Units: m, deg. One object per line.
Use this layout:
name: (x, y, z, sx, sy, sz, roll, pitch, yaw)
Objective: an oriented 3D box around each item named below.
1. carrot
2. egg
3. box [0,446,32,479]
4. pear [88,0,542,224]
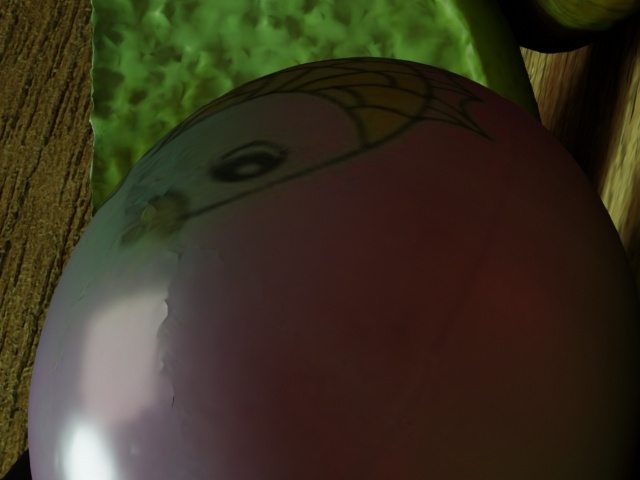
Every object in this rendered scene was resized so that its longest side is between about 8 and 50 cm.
carrot: (0.122, -0.128, 0.805, 0.260, 0.070, 0.070, -150, 77, -87)
egg: (0.009, 0.039, 0.573, 0.271, 0.196, 0.196, -75, 3, -76)
box: (-0.116, 0.244, 0.534, 0.251, 0.204, 0.345, -49, 1, 12)
pear: (0.000, 0.000, 0.915, 0.318, 0.238, 0.342, 61, -151, -76)
